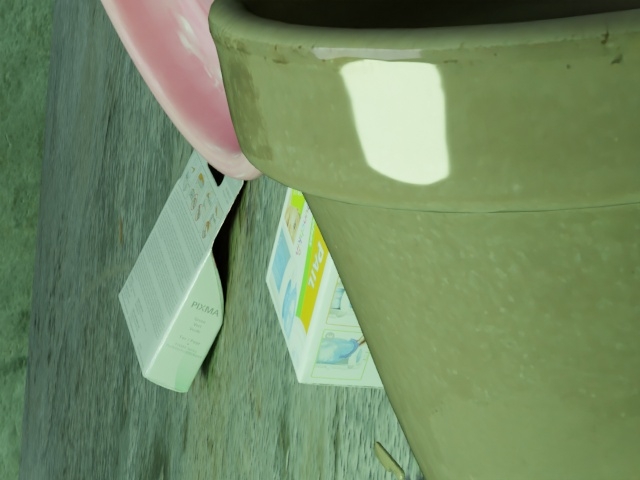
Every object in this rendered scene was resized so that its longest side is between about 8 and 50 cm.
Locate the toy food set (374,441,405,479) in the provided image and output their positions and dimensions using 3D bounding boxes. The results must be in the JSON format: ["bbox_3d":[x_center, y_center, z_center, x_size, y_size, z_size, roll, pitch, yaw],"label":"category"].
[{"bbox_3d":[0.051,0.194,1.071,0.078,0.019,0.122,-138,46,-69],"label":"toy food set"}]

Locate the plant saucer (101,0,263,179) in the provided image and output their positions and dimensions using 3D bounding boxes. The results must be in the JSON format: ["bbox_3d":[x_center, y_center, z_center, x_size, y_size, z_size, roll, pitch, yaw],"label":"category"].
[{"bbox_3d":[-0.085,-0.203,1.078,0.332,0.084,0.332,55,162,27],"label":"plant saucer"}]

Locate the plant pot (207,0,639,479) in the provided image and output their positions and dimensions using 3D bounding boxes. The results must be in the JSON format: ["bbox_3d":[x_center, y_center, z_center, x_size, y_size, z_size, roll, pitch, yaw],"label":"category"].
[{"bbox_3d":[0.106,0.003,0.604,0.263,0.263,0.229,-135,34,-68],"label":"plant pot"}]

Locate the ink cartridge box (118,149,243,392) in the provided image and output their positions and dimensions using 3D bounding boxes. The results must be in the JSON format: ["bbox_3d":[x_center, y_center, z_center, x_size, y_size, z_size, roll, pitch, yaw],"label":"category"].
[{"bbox_3d":[-0.121,0.010,1.650,0.224,0.056,0.181,-60,24,16],"label":"ink cartridge box"}]

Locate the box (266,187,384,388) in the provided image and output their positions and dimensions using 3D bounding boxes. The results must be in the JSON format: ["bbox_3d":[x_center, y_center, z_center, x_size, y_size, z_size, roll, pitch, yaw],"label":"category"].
[{"bbox_3d":[0.045,-0.025,0.992,0.114,0.103,0.203,-112,31,-55],"label":"box"}]
